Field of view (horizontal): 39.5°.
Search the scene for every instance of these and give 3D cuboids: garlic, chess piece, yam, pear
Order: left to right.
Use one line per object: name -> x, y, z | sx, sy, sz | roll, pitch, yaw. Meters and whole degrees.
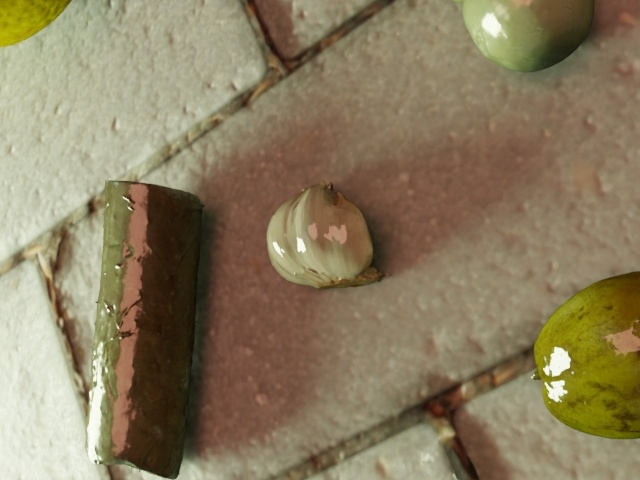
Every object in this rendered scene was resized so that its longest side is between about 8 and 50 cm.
yam -> -0.157, 0.079, 0.794 | 0.093, 0.093, 0.259 | 0, 82, 29
garlic -> -0.003, -0.004, 0.733 | 0.113, 0.074, 0.094 | -13, 86, 42
chess piece -> 0.121, -0.239, 0.677 | 0.133, 0.133, 0.243 | -29, 75, 22
pear -> 0.204, 0.076, 0.591 | 0.131, 0.107, 0.107 | -18, 74, 17

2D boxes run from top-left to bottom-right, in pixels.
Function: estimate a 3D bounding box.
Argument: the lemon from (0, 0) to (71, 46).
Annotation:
lemon -> -0.362, -0.309, 0.881 | 0.267, 0.267, 0.268 | -5, 80, 28
